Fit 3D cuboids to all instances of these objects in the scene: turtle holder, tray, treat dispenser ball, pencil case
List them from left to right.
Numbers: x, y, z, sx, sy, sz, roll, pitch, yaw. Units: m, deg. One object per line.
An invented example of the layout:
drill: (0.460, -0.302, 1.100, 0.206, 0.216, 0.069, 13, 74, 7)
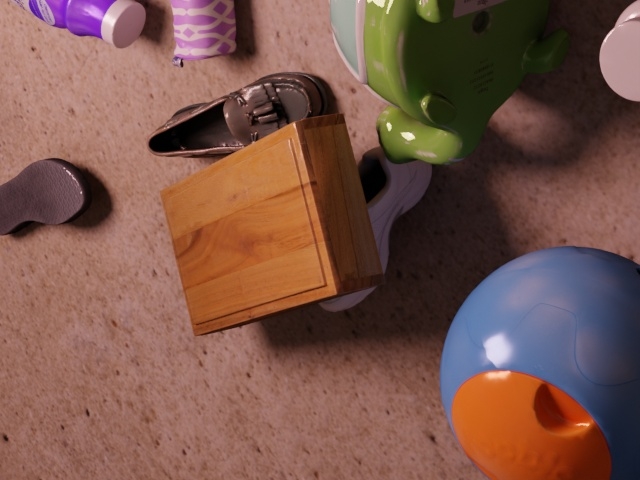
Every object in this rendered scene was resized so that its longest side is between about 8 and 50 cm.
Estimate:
pencil case: (-0.156, -0.327, 2.028, 0.088, 0.086, 0.206, 27, 125, 57)
tray: (-0.073, -0.008, 1.980, 0.411, 0.076, 0.202, -20, 82, 62)
turtle holder: (0.130, -0.246, 1.768, 0.227, 0.243, 0.320, 33, 163, 40)
treat dispenser ball: (0.275, 0.150, 1.750, 0.288, 0.288, 0.288, 15, 116, 33)

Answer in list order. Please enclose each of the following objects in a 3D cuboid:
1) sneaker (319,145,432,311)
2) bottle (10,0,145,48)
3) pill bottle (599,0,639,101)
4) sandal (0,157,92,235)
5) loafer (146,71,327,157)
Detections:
sneaker: (0.038, -0.022, 1.939, 0.090, 0.115, 0.232, 32, 104, 33)
bottle: (-0.360, -0.346, 2.155, 0.283, 0.092, 0.118, 32, 157, 23)
pill bottle: (0.358, -0.201, 1.607, 0.108, 0.193, 0.108, 15, 117, 33)
sandal: (-0.409, -0.067, 2.351, 0.254, 0.054, 0.097, -9, 95, 49)
loafer: (-0.111, -0.147, 2.060, 0.267, 0.084, 0.096, -13, 99, 40)
